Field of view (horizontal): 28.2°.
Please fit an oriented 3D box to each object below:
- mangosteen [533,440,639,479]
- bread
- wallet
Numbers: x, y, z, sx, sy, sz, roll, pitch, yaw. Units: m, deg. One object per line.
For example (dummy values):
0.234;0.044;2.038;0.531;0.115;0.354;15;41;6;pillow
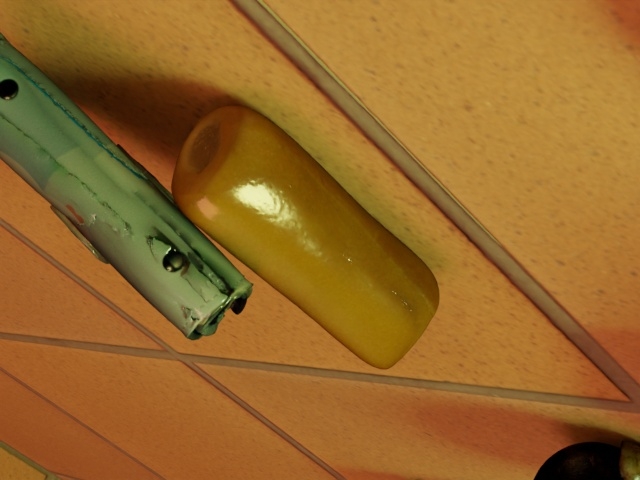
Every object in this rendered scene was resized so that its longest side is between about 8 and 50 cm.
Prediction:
0.257;0.233;1.098;0.151;0.137;0.137;-29;128;24;mangosteen
0.000;0.000;0.904;0.074;0.092;0.239;-21;132;37;bread
-0.154;-0.032;0.919;0.250;0.075;0.176;44;173;3;wallet
